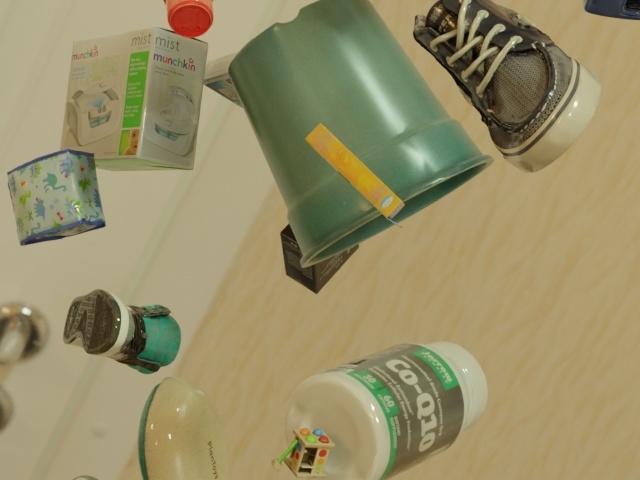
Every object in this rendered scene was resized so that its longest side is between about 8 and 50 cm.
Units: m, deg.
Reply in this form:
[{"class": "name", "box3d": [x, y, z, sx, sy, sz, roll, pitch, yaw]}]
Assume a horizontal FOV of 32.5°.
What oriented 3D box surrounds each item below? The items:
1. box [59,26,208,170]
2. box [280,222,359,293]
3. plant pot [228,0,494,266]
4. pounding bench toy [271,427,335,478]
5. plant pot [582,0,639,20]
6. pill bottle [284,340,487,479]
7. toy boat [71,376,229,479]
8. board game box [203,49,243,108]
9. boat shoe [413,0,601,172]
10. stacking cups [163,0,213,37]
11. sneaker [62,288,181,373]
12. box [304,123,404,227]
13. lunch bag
[{"class": "box", "box3d": [-0.333, -0.245, 1.955, 0.127, 0.231, 0.262, 9, -3, -44]}, {"class": "box", "box3d": [0.000, 0.000, 2.332, 0.093, 0.156, 0.158, 30, -30, 24]}, {"class": "plant pot", "box3d": [0.040, -0.182, 1.723, 0.334, 0.341, 0.341, 60, 21, 5]}, {"class": "pounding bench toy", "box3d": [-0.030, 0.323, 1.685, 0.083, 0.065, 0.052, 7, 16, -28]}, {"class": "plant pot", "box3d": [0.546, -0.471, 1.711, 0.212, 0.236, 0.236, 17, 38, 0]}, {"class": "pill bottle", "box3d": [0.122, 0.287, 1.862, 0.204, 0.204, 0.361, 37, 27, 27]}, {"class": "toy boat", "box3d": [-0.274, 0.368, 1.784, 0.148, 0.267, 0.318, -3, 9, 26]}, {"class": "board game box", "box3d": [-0.047, -0.257, 2.041, 0.305, 0.053, 0.193, 29, -19, -33]}, {"class": "boat shoe", "box3d": [0.178, -0.185, 1.163, 0.158, 0.127, 0.340, 35, 14, -12]}, {"class": "stacking cups", "box3d": [-0.199, -0.421, 1.596, 0.096, 0.096, 0.316, 20, 39, -29]}, {"class": "sneaker", "box3d": [-0.312, 0.158, 1.833, 0.178, 0.124, 0.295, 15, -7, -24]}, {"class": "box", "box3d": [0.044, -0.067, 1.176, 0.136, 0.028, 0.081, 42, 4, 5]}, {"class": "lunch bag", "box3d": [-0.435, -0.068, 1.781, 0.096, 0.151, 0.129, 8, 69, -69]}]
